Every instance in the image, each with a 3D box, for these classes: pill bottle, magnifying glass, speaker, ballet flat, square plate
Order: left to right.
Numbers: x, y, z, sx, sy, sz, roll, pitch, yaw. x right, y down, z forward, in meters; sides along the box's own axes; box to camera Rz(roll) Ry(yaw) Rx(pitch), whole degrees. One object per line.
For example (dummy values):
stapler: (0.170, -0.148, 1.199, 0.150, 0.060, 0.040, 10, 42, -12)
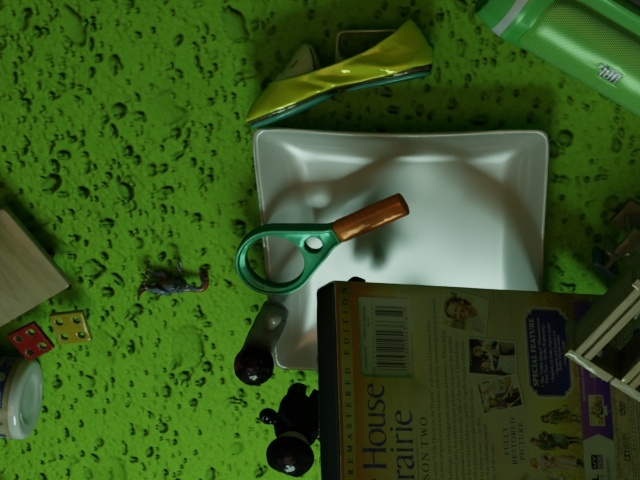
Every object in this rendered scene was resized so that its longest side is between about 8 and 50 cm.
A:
pill bottle: (-0.481, 0.205, 1.796, 0.186, 0.112, 0.112, 5, 120, 6)
magnifying glass: (0.000, 0.000, 1.592, 0.231, 0.026, 0.092, -24, 113, 21)
ballet flat: (0.015, -0.195, 1.514, 0.231, 0.077, 0.077, -16, 95, 15)
square plate: (0.102, 0.013, 1.624, 0.347, 0.049, 0.344, 1, 119, 9)
speaker: (0.318, -0.216, 1.412, 0.296, 0.131, 0.131, 29, 120, -7)

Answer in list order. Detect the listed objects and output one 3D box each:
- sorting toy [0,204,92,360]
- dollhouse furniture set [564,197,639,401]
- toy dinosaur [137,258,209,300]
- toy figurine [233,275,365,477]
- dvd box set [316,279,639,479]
sorting toy: (-0.403, 0.034, 1.723, 0.132, 0.046, 0.274, -29, 111, 23)
dollhouse furniture set: (0.372, 0.072, 1.533, 0.129, 0.184, 0.129, 32, 120, -9)
toy dinosaur: (-0.187, 0.053, 1.714, 0.082, 0.047, 0.090, 17, 155, -10)
toy figurine: (0.007, 0.169, 1.616, 0.213, 0.148, 0.210, -13, 117, 18)
dvd box set: (0.201, 0.208, 1.511, 0.420, 0.308, 0.062, 3, 166, -22)
